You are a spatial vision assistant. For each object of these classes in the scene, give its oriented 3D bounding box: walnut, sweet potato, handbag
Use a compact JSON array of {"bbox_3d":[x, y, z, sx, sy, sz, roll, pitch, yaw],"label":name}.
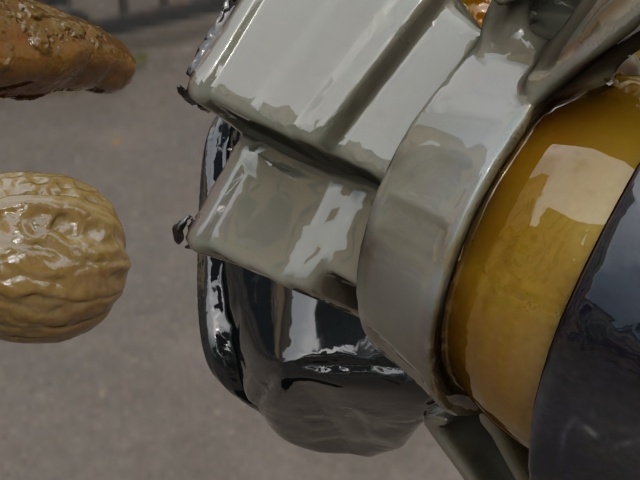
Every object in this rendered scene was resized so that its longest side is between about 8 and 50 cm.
[{"bbox_3d":[-0.320,0.017,1.847,0.213,0.213,0.213,-1,25,0],"label":"walnut"},{"bbox_3d":[-0.286,-0.171,1.493,0.355,0.095,0.106,9,18,-46],"label":"sweet potato"},{"bbox_3d":[-0.003,0.000,1.243,0.178,0.301,0.275,2,-20,-11],"label":"handbag"}]

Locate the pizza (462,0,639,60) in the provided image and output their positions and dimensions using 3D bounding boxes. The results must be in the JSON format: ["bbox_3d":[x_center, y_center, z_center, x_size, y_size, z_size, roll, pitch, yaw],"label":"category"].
[{"bbox_3d":[0.093,-0.141,0.839,0.197,0.058,0.292,21,39,-7],"label":"pizza"}]

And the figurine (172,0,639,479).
[{"bbox_3d":[0.090,0.009,0.525,0.143,0.308,0.308,-42,42,-23],"label":"figurine"}]
